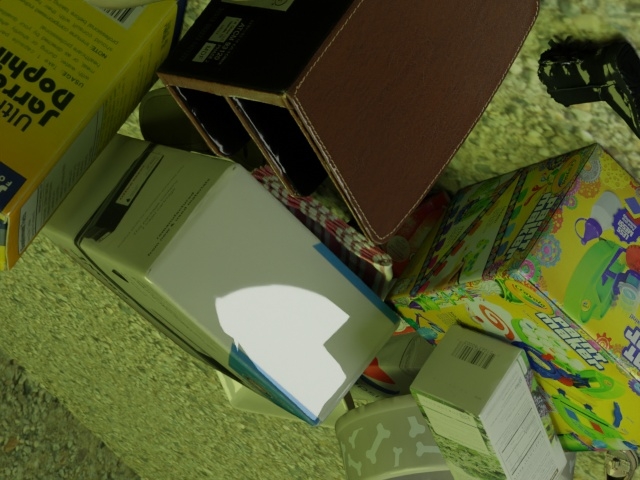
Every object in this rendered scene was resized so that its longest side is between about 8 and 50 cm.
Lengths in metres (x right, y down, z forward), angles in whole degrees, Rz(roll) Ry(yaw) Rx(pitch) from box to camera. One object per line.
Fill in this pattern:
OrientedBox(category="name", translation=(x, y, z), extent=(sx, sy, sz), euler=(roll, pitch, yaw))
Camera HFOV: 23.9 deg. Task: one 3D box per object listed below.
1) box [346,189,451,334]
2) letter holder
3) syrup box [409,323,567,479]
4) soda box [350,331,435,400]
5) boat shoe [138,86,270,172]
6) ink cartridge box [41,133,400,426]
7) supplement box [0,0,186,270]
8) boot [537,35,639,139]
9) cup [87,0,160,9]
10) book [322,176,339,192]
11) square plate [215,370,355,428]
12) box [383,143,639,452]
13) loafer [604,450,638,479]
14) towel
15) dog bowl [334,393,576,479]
OrientedBox(category="box", translation=(0.082, 0.038, 1.874), extent=(0.128, 0.122, 0.257), euler=(59, 153, -7))
OrientedBox(category="letter holder", translation=(0.040, -0.174, 1.316), extent=(0.152, 0.302, 0.214), euler=(14, 150, 40))
OrientedBox(category="syrup box", translation=(0.189, 0.206, 1.668), extent=(0.093, 0.096, 0.237), euler=(20, 153, 35))
OrientedBox(category="soda box", translation=(0.116, 0.170, 2.159), extent=(0.091, 0.098, 0.286), euler=(45, 156, -23))
OrientedBox(category="boat shoe", translation=(-0.079, -0.143, 1.799), extent=(0.302, 0.103, 0.113), euler=(14, 109, 39))
OrientedBox(category="ink cartridge box", translation=(-0.132, 0.035, 1.789), extent=(0.285, 0.166, 0.395), euler=(44, 168, -26))
OrientedBox(category="supplement box", translation=(-0.338, -0.178, 1.755), extent=(0.195, 0.356, 0.194), euler=(34, 157, 2))
OrientedBox(category="boot", translation=(0.263, -0.138, 1.417), extent=(0.099, 0.045, 0.121), euler=(1, 133, 50))
OrientedBox(category="cup", translation=(-0.067, -0.350, 1.165), extent=(0.237, 0.331, 0.331), euler=(0, 145, 18))
OrientedBox(category="book", translation=(0.032, -0.104, 1.823), extent=(0.096, 0.035, 0.144), euler=(33, 155, -1))
OrientedBox(category="square plate", translation=(-0.092, 0.109, 2.249), extent=(0.347, 0.049, 0.344), euler=(1, 117, 56))
OrientedBox(category="box", translation=(0.278, 0.077, 1.649), extent=(0.290, 0.177, 0.279), euler=(42, 157, -15))
OrientedBox(category="loafer", translation=(0.419, 0.323, 2.119), extent=(0.045, 0.039, 0.125), euler=(25, 156, 23))
OrientedBox(category="towel", translation=(0.000, 0.000, 1.735), extent=(0.197, 0.029, 0.144), euler=(37, 164, 14))
OrientedBox(category="dog bowl", translation=(0.193, 0.305, 2.097), extent=(0.348, 0.102, 0.349), euler=(0, 158, 0))
